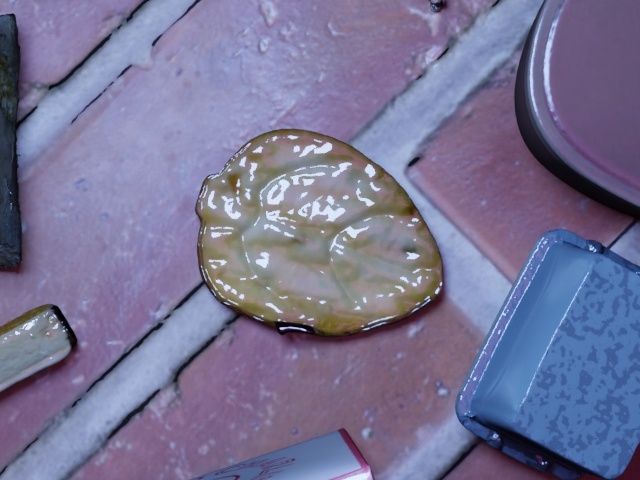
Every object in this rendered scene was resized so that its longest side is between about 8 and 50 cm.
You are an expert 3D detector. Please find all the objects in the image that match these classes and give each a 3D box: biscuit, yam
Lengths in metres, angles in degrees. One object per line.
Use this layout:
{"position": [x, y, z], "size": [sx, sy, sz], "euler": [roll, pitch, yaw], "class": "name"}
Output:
{"position": [-0.001, 0.001, 1.515], "size": [0.260, 0.041, 0.203], "euler": [21, 83, -2], "class": "biscuit"}
{"position": [-0.330, 0.127, 1.487], "size": [0.188, 0.052, 0.056], "euler": [-27, 104, -3], "class": "biscuit"}
{"position": [-0.360, -0.098, 1.454], "size": [0.154, 0.154, 0.254], "euler": [1, 89, -2], "class": "yam"}

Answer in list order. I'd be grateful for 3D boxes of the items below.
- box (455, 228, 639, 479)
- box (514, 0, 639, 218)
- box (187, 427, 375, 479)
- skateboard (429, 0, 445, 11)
{"position": [0.249, 0.116, 1.472], "size": [0.162, 0.130, 0.227], "euler": [29, 86, -16], "class": "box"}
{"position": [0.330, -0.148, 1.449], "size": [0.301, 0.216, 0.300], "euler": [0, 86, 0], "class": "box"}
{"position": [-0.065, 0.366, 1.355], "size": [0.312, 0.314, 0.300], "euler": [-18, 90, -4], "class": "box"}
{"position": [0.127, -0.281, 1.541], "size": [0.083, 0.032, 0.064], "euler": [-42, 79, -1], "class": "skateboard"}
